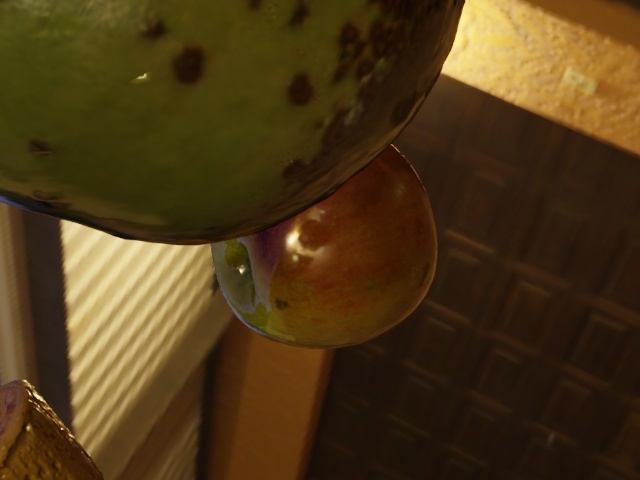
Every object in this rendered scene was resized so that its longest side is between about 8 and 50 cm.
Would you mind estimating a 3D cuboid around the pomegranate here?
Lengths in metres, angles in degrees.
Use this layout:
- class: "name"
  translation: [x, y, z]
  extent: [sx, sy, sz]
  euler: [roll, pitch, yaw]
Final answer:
- class: "pomegranate"
  translation: [-0.048, -0.167, 0.407]
  extent: [0.341, 0.285, 0.285]
  euler: [-49, -2, 36]

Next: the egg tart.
- class: "egg tart"
  translation: [-0.321, 0.262, 1.201]
  extent: [0.202, 0.147, 0.203]
  euler: [-36, 23, 18]

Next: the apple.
- class: "apple"
  translation: [0.000, 0.000, 0.993]
  extent: [0.196, 0.196, 0.196]
  euler: [-58, -14, -24]
